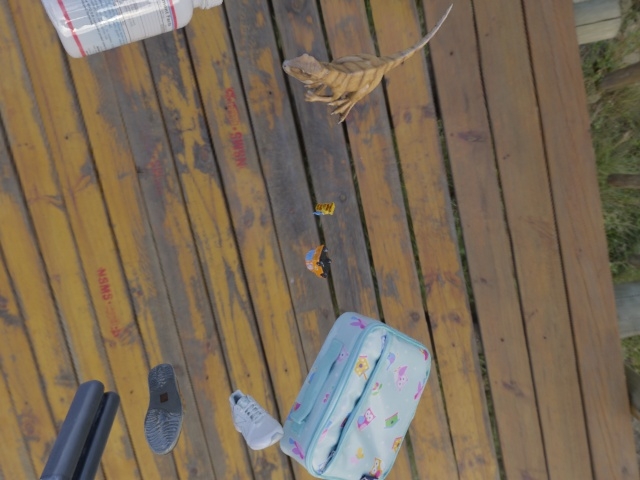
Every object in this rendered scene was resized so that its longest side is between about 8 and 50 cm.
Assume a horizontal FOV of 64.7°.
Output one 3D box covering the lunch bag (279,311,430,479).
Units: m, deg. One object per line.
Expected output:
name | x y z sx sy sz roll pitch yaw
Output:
lunch bag | 0.064 0.275 0.864 0.224 0.107 0.279 34 77 -42

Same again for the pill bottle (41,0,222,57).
pill bottle | -0.182 -0.243 0.491 0.160 0.087 0.087 -24 97 -15

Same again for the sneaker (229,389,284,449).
sneaker | -0.110 0.283 0.803 0.053 0.152 0.061 -28 104 -30

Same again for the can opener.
can opener | -0.381 0.344 0.728 0.095 0.284 0.076 -20 129 19

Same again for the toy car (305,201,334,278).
toy car | 0.000 0.000 0.854 0.040 0.060 0.122 3 69 19

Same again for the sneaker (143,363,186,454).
sneaker | -0.329 0.390 1.119 0.083 0.222 0.118 -14 127 -6

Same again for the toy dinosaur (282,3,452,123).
toy dinosaur | 0.047 -0.174 0.527 0.211 0.112 0.064 -30 98 -35
